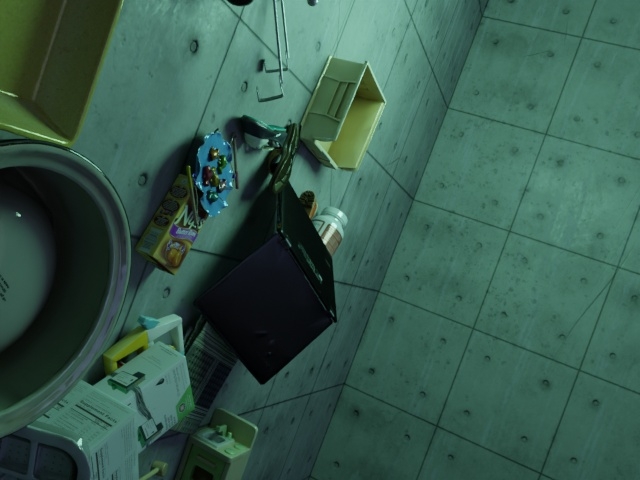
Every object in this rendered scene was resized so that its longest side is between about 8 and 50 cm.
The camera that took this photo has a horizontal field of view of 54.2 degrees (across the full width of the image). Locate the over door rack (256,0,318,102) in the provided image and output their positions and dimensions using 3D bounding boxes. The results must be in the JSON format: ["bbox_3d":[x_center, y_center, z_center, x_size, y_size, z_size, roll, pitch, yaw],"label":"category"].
[{"bbox_3d":[-0.062,-0.474,1.298,0.239,0.108,0.324,-90,-173,-61],"label":"over door rack"}]

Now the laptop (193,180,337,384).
[{"bbox_3d":[-0.130,0.100,1.711,0.408,0.236,0.382,-93,160,-47],"label":"laptop"}]

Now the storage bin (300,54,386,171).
[{"bbox_3d":[0.067,-0.361,1.839,0.260,0.123,0.262,-68,160,-5],"label":"storage bin"}]

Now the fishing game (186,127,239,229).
[{"bbox_3d":[-0.218,-0.144,1.345,0.264,0.041,0.189,-56,147,-65],"label":"fishing game"}]

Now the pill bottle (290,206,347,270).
[{"bbox_3d":[0.000,0.000,2.011,0.216,0.121,0.121,-58,157,-28],"label":"pill bottle"}]

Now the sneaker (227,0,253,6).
[{"bbox_3d":[-0.154,-0.588,1.130,0.123,0.105,0.290,-77,172,-46],"label":"sneaker"}]

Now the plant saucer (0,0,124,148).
[{"bbox_3d":[-0.396,-0.311,0.770,0.333,0.081,0.332,-71,160,2],"label":"plant saucer"}]

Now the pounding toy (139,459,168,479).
[{"bbox_3d":[-0.454,0.617,1.500,0.206,0.094,0.181,-63,156,-44],"label":"pounding toy"}]

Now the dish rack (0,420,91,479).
[{"bbox_3d":[-0.493,0.398,0.953,0.072,0.285,0.333,-73,179,-76],"label":"dish rack"}]

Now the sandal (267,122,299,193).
[{"bbox_3d":[-0.106,-0.217,1.641,0.090,0.060,0.219,79,22,-64],"label":"sandal"}]

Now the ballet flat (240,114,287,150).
[{"bbox_3d":[-0.138,-0.251,1.503,0.203,0.074,0.074,-5,114,-70],"label":"ballet flat"}]

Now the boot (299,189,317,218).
[{"bbox_3d":[-0.050,-0.067,1.920,0.085,0.059,0.158,64,49,-69],"label":"boot"}]

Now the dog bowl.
[{"bbox_3d":[-0.451,0.053,0.830,0.408,0.150,0.408,-44,143,-46],"label":"dog bowl"}]

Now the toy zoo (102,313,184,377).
[{"bbox_3d":[-0.380,0.291,1.381,0.192,0.030,0.293,-31,131,-46],"label":"toy zoo"}]

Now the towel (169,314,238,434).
[{"bbox_3d":[-0.325,0.348,1.639,0.312,0.056,0.324,-60,160,-16],"label":"towel"}]

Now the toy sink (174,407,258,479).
[{"bbox_3d":[-0.302,0.624,1.793,0.234,0.152,0.131,-69,159,2],"label":"toy sink"}]

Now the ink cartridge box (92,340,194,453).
[{"bbox_3d":[-0.379,0.340,1.292,0.219,0.092,0.160,-36,134,-42],"label":"ink cartridge box"}]

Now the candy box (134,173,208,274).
[{"bbox_3d":[-0.301,-0.033,1.315,0.187,0.053,0.109,-65,159,-17],"label":"candy box"}]

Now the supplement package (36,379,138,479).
[{"bbox_3d":[-0.450,0.397,1.124,0.145,0.204,0.262,-39,144,-52],"label":"supplement package"}]
